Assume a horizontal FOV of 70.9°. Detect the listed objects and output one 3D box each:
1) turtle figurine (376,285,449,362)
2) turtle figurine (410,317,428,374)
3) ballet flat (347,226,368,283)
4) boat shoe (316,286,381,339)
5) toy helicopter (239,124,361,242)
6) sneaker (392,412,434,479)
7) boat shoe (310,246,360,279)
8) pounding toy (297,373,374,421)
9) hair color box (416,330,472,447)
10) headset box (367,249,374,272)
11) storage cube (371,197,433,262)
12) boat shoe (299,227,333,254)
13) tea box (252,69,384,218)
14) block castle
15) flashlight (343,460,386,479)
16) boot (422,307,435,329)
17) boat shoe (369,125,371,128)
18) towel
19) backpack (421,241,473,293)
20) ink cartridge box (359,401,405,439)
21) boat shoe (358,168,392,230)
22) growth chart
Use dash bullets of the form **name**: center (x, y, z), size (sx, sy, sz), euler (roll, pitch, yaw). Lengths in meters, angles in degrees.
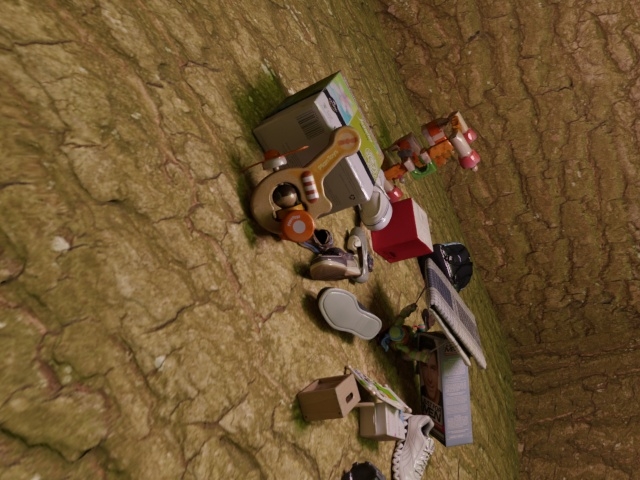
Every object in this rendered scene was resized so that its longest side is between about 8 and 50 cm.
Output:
- **turtle figurine**: center (0.349, 0.340, 1.624), size (0.198, 0.275, 0.266), euler (47, -7, 23)
- **turtle figurine**: center (0.431, 0.432, 1.852), size (0.175, 0.118, 0.233), euler (13, 78, -43)
- **ballet flat**: center (0.126, 0.044, 1.563), size (0.068, 0.072, 0.213), euler (22, 56, -51)
- **boat shoe**: center (0.070, 0.212, 1.345), size (0.114, 0.091, 0.302), euler (-50, 133, -6)
- **toy helicopter**: center (-0.041, -0.175, 1.161), size (0.235, 0.355, 0.140), euler (45, -8, -12)
- **sneaker**: center (0.308, 0.700, 1.468), size (0.110, 0.119, 0.292), euler (57, 33, -32)
- **boat shoe**: center (0.040, 0.067, 1.365), size (0.285, 0.103, 0.092), euler (16, 56, -63)
- **pounding toy**: center (0.042, 0.401, 1.132), size (0.141, 0.130, 0.100), euler (-9, 83, -63)
- **hair color box**: center (0.456, 0.537, 1.669), size (0.185, 0.114, 0.373), euler (167, -79, -76)
- **headset box**: center (0.169, 0.075, 1.663), size (0.083, 0.032, 0.062), euler (56, 32, -30)
- **storage cube**: center (0.332, -0.040, 1.860), size (0.184, 0.193, 0.214), euler (33, 48, -51)
- **boat shoe**: center (0.000, 0.000, 1.357), size (0.183, 0.066, 0.066), euler (13, 63, -59)
- **tea box**: center (0.014, -0.294, 1.388), size (0.328, 0.220, 0.323), euler (58, 30, -24)
- **block castle**: center (0.486, -0.364, 2.064), size (0.212, 0.454, 0.302), euler (50, 33, -25)
- **flashlight**: center (0.181, 0.702, 1.233), size (0.103, 0.103, 0.304), euler (-47, 127, -21)
- **boot**: center (0.518, 0.363, 2.136), size (0.114, 0.037, 0.106), euler (-11, 98, -59)
- **boat shoe**: center (0.183, -0.438, 1.970), size (0.190, 0.068, 0.072), euler (-59, 139, -43)
- **towel**: center (0.451, 0.251, 1.550), size (0.324, 0.056, 0.312), euler (50, 24, -14)
- **backpack**: center (0.670, 0.136, 2.358), size (0.356, 0.274, 0.289), euler (-18, 88, -41)
- **ink cartridge box**: center (0.181, 0.544, 1.349), size (0.143, 0.090, 0.092), euler (40, 42, -45)
- **boat shoe**: center (0.189, -0.208, 1.758), size (0.156, 0.136, 0.366), euler (49, 33, -38)
- **growth chart**: center (0.173, 0.447, 1.357), size (0.237, 0.021, 0.172), euler (38, -2, -37)
